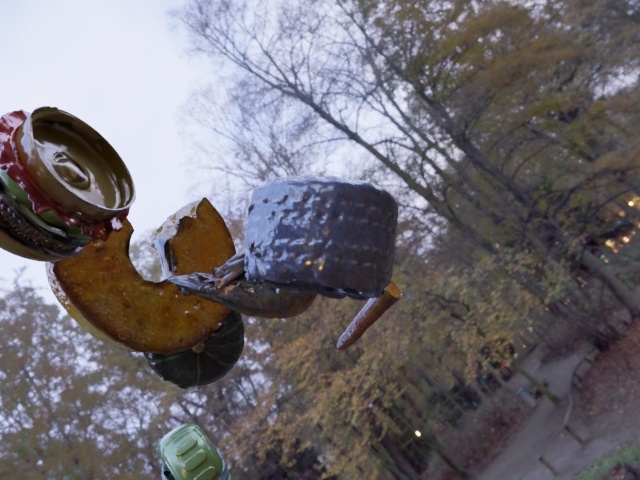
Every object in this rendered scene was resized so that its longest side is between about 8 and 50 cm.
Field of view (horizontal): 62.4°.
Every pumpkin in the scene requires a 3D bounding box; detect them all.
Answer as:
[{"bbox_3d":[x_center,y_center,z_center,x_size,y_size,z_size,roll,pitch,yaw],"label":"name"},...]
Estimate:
[{"bbox_3d":[-0.391,0.292,1.632,0.323,0.323,0.241,-44,12,-6],"label":"pumpkin"}]

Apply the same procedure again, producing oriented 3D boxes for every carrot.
[{"bbox_3d":[0.103,0.190,1.248,0.224,0.057,0.057,-52,-23,21],"label":"carrot"}]

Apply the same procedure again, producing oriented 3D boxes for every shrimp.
[{"bbox_3d":[-0.162,0.078,1.105,0.062,0.316,0.164,-76,-7,-78],"label":"shrimp"}]

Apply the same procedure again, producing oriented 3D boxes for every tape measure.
[{"bbox_3d":[-0.222,0.415,0.939,0.106,0.175,0.200,-31,-4,-25],"label":"tape measure"}]

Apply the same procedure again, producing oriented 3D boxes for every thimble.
[{"bbox_3d":[0.000,0.000,0.824,0.205,0.236,0.172,116,163,-75],"label":"thimble"}]

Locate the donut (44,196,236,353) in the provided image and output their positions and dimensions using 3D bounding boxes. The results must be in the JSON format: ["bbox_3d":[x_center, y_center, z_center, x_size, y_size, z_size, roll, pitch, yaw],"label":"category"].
[{"bbox_3d":[-0.407,0.081,1.201,0.435,0.378,0.163,6,-24,-41],"label":"donut"}]

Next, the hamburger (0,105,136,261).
[{"bbox_3d":[-0.306,-0.055,0.590,0.137,0.175,0.175,-33,-19,15],"label":"hamburger"}]
